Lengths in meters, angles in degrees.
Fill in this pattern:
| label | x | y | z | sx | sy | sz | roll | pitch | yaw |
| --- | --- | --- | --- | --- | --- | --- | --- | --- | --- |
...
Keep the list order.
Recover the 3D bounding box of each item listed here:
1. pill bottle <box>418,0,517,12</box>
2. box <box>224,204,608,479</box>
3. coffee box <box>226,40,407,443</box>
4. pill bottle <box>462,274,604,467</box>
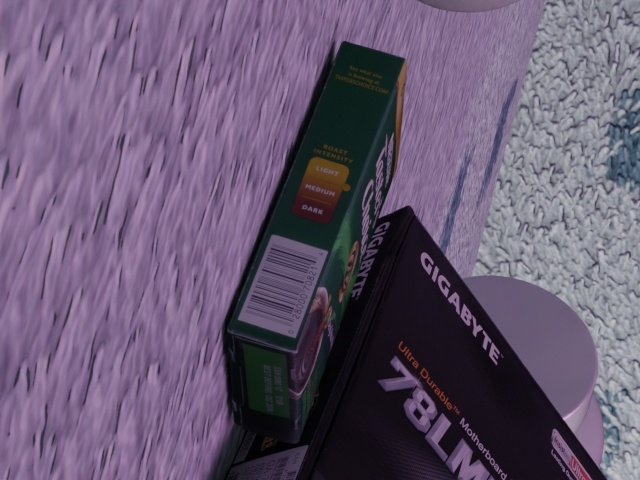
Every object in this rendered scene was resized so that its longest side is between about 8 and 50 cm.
| label | x | y | z | sx | sy | sz | roll | pitch | yaw |
| --- | --- | --- | --- | --- | --- | --- | --- | --- | --- |
| pill bottle | 0.059 | -0.172 | 0.669 | 0.221 | 0.121 | 0.121 | 63 | 43 | -77 |
| box | 0.070 | 0.181 | 1.009 | 0.295 | 0.073 | 0.293 | 54 | 38 | -24 |
| coffee box | 0.000 | 0.000 | 0.878 | 0.113 | 0.040 | 0.184 | 92 | 16 | -59 |
| pill bottle | 0.142 | 0.227 | 1.607 | 0.408 | 0.229 | 0.229 | 96 | 13 | -49 |
